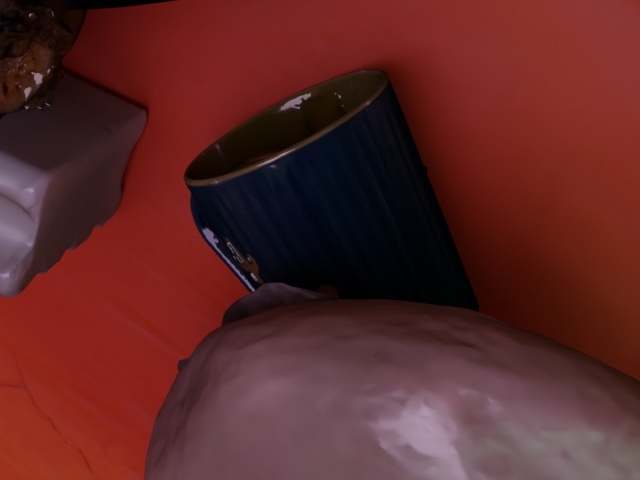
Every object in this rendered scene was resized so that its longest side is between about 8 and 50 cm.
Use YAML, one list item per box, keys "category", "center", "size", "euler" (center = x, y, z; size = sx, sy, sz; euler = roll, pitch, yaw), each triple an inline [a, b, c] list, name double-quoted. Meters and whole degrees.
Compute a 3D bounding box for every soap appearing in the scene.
- category: "soap"
  center: [-0.259, -0.080, 0.975]
  size: [0.265, 0.160, 0.087]
  euler: [25, 115, 8]

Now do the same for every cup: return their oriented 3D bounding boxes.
- category: "cup"
  center: [0.000, 0.000, 0.952]
  size: [0.176, 0.131, 0.155]
  euler: [-9, 114, 52]

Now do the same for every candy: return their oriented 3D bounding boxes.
- category: "candy"
  center: [0.065, 0.190, 0.891]
  size: [0.386, 0.186, 0.427]
  euler: [9, 140, 19]

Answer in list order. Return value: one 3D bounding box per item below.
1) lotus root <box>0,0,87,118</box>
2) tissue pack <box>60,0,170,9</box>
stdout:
- category: "lotus root"
  center: [-0.204, -0.149, 0.891]
  size: [0.278, 0.154, 0.154]
  euler: [52, 125, 40]
- category: "tissue pack"
  center: [0.044, -0.238, 0.789]
  size: [0.370, 0.210, 0.198]
  euler: [-5, 106, 19]
